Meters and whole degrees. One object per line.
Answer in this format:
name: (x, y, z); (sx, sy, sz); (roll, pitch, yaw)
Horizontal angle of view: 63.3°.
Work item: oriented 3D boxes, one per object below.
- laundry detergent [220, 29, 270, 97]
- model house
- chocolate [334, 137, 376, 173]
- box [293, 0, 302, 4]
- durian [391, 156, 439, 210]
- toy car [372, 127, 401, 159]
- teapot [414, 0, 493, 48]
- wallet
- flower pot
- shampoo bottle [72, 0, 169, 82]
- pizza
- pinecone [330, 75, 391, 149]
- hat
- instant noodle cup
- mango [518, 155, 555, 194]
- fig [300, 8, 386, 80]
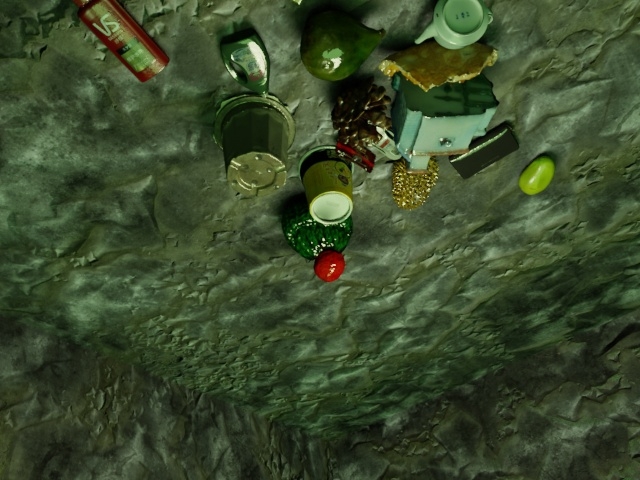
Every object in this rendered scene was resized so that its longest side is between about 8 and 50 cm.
laundry detergent: (-0.216, -0.526, 1.582); (0.137, 0.063, 0.211); (-14, 139, 8)
model house: (0.376, -0.377, 1.709); (0.295, 0.251, 0.329); (-4, 144, -5)
chocolate: (0.128, -0.310, 1.850); (0.182, 0.086, 0.028); (28, 162, -28)
box: (-0.058, -0.748, 1.387); (0.121, 0.030, 0.193); (21, 130, -27)
durian: (0.357, -0.219, 1.941); (0.183, 0.138, 0.249); (-1, 131, 5)
toy car: (0.223, -0.356, 1.826); (0.205, 0.056, 0.095); (26, 129, -31)
teapot: (0.395, -0.629, 1.511); (0.232, 0.159, 0.159); (-16, 137, -4)
wallet: (0.611, -0.325, 1.921); (0.250, 0.044, 0.149); (-30, 136, 22)
flower pot: (-0.216, -0.291, 1.687); (0.291, 0.259, 0.290); (-4, 138, -3)
shampoo bottle: (-0.570, -0.591, 1.451); (0.118, 0.076, 0.314); (-23, 135, 20)
pizza: (0.362, -0.529, 1.566); (0.366, 0.182, 0.074); (-11, 155, -4)
pinecone: (0.133, -0.399, 1.651); (0.203, 0.229, 0.201); (-31, 123, -5)
hat: (0.000, 0.000, 1.967); (0.274, 0.332, 0.242); (-17, 144, 6)
instant noodle cup: (0.026, -0.188, 1.849); (0.216, 0.236, 0.215); (-2, 136, -2)
mango: (0.840, -0.248, 1.999); (0.117, 0.089, 0.163); (16, 132, -24)
fig: (0.064, -0.565, 1.483); (0.245, 0.195, 0.195); (-8, 138, 14)
